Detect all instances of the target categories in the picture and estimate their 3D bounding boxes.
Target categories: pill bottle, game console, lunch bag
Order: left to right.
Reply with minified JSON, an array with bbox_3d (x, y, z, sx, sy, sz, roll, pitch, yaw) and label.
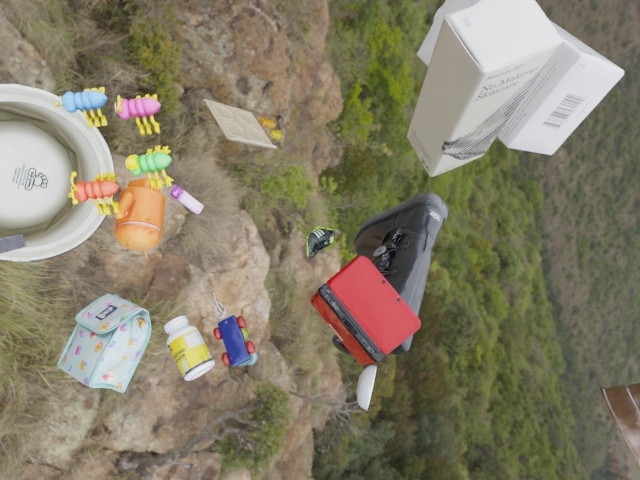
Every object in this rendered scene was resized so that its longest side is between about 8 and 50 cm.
[{"bbox_3d":[-0.662,0.306,1.340,0.160,0.223,0.263,35,69,-50],"label":"lunch bag"},{"bbox_3d":[-0.415,0.334,1.345,0.103,0.103,0.184,-18,67,-45],"label":"pill bottle"},{"bbox_3d":[0.066,0.114,0.687,0.085,0.124,0.144,-36,81,-22],"label":"game console"}]

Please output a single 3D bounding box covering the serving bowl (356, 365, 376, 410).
[{"bbox_3d":[0.086,0.280,0.827,0.083,0.027,0.084,11,90,-78],"label":"serving bowl"}]

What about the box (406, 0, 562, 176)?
[{"bbox_3d":[0.212,-0.204,0.618,0.113,0.275,0.094,-23,74,-4],"label":"box"}]

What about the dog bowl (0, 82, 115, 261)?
[{"bbox_3d":[-0.732,-0.159,1.039,0.407,0.150,0.409,-13,108,-48],"label":"dog bowl"}]

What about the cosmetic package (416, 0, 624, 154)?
[{"bbox_3d":[0.382,-0.370,0.887,0.155,0.197,0.366,0,49,-30],"label":"cosmetic package"}]

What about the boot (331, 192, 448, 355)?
[{"bbox_3d":[0.149,0.112,1.142,0.146,0.367,0.446,33,53,-11],"label":"boot"}]

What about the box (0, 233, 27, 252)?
[{"bbox_3d":[-0.625,0.016,0.808,0.115,0.162,0.029,-19,99,-35],"label":"box"}]

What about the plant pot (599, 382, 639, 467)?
[{"bbox_3d":[0.607,0.304,0.732,0.167,0.165,0.167,39,32,-30],"label":"plant pot"}]

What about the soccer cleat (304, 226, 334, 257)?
[{"bbox_3d":[0.000,0.000,1.244,0.179,0.072,0.060,-61,151,-65],"label":"soccer cleat"}]

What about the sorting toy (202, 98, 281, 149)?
[{"bbox_3d":[-0.255,-0.401,1.545,0.307,0.041,0.229,-1,48,-51],"label":"sorting toy"}]

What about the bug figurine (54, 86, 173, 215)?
[{"bbox_3d":[-0.417,-0.202,0.868,0.216,0.072,0.280,-11,82,-4],"label":"bug figurine"}]

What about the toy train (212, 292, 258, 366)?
[{"bbox_3d":[-0.283,0.295,1.421,0.248,0.105,0.143,64,-1,25],"label":"toy train"}]

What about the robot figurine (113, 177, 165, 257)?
[{"bbox_3d":[-0.512,-0.067,1.219,0.128,0.158,0.220,7,68,-23],"label":"robot figurine"}]

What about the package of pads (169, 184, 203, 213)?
[{"bbox_3d":[-0.342,-0.104,1.101,0.032,0.050,0.083,-55,148,-8],"label":"package of pads"}]
